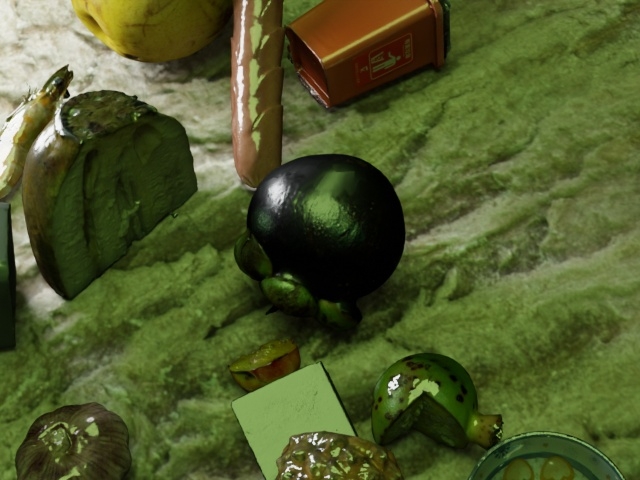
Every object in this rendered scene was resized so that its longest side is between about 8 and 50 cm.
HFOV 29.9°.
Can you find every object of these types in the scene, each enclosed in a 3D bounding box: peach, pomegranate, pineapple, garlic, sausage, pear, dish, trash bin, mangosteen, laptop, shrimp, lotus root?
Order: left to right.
[{"bbox_3d":[-0.503,-0.172,1.869,0.169,0.058,0.296,19,62,18],"label":"shrimp"},{"bbox_3d":[-0.315,0.276,1.516,0.147,0.102,0.159,34,64,22],"label":"garlic"},{"bbox_3d":[-0.325,-0.098,1.679,0.149,0.260,0.267,34,64,25],"label":"lotus root"},{"bbox_3d":[-0.259,-0.418,1.893,0.280,0.281,0.281,-2,55,2],"label":"pear"},{"bbox_3d":[-0.095,-0.290,1.820,0.087,0.088,0.433,1,83,4],"label":"sausage"},{"bbox_3d":[-0.069,0.174,1.596,0.098,0.098,0.061,-20,101,-11],"label":"peach"},{"bbox_3d":[-0.017,0.266,1.527,0.135,0.016,0.197,-23,74,-10],"label":"laptop"},{"bbox_3d":[0.000,0.000,1.631,0.243,0.243,0.243,-2,55,2],"label":"mangosteen"},{"bbox_3d":[0.006,0.401,1.379,0.169,0.169,0.340,6,67,7],"label":"pineapple"},{"bbox_3d":[0.068,-0.334,1.884,0.238,0.161,0.184,-29,59,-12],"label":"trash bin"},{"bbox_3d":[0.146,0.203,1.513,0.169,0.143,0.122,-3,54,12],"label":"pomegranate"},{"bbox_3d":[0.267,0.350,1.440,0.236,0.086,0.228,24,61,18],"label":"dish"}]

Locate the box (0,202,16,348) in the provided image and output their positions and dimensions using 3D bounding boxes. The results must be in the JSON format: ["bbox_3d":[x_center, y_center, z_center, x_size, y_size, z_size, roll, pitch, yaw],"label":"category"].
[{"bbox_3d":[-0.480,0.051,1.611,0.135,0.243,0.163,-2,54,-13],"label":"box"}]
